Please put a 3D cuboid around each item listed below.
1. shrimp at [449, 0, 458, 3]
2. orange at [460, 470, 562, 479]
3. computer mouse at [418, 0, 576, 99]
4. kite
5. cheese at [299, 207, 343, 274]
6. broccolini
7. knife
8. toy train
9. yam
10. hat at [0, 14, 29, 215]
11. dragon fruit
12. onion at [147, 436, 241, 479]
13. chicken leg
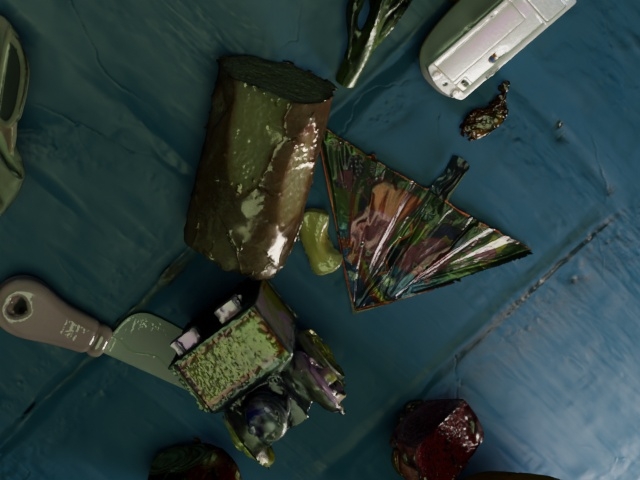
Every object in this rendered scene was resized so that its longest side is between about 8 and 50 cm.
[{"bbox_3d":[0.164,-0.340,1.357,0.095,0.045,0.162,7,116,10],"label":"shrimp"},{"bbox_3d":[0.246,0.410,1.532,0.261,0.261,0.261,-3,111,-8],"label":"orange"},{"bbox_3d":[0.197,-0.242,1.374,0.199,0.045,0.102,-42,134,16],"label":"computer mouse"},{"bbox_3d":[0.096,-0.009,1.480,0.321,0.016,0.234,29,105,-17],"label":"kite"},{"bbox_3d":[0.000,0.000,1.455,0.044,0.030,0.083,-14,110,18],"label":"cheese"},{"bbox_3d":[0.070,-0.258,1.351,0.091,0.068,0.203,10,109,-20],"label":"broccolini"},{"bbox_3d":[-0.228,0.120,1.470,0.336,0.043,0.081,24,96,-23],"label":"knife"},{"bbox_3d":[-0.066,0.140,1.388,0.134,0.261,0.177,-36,95,4],"label":"toy train"},{"bbox_3d":[-0.074,-0.077,1.368,0.128,0.129,0.238,-4,117,-46],"label":"yam"},{"bbox_3d":[-0.419,-0.136,1.315,0.219,0.164,0.226,7,70,-12],"label":"hat"},{"bbox_3d":[0.126,0.258,1.543,0.147,0.096,0.102,-42,125,-39],"label":"dragon fruit"},{"bbox_3d":[-0.152,0.306,1.510,0.117,0.118,0.119,-11,116,31],"label":"onion"},{"bbox_3d":[0.198,-0.148,1.438,0.083,0.021,0.036,-44,102,8],"label":"chicken leg"}]
